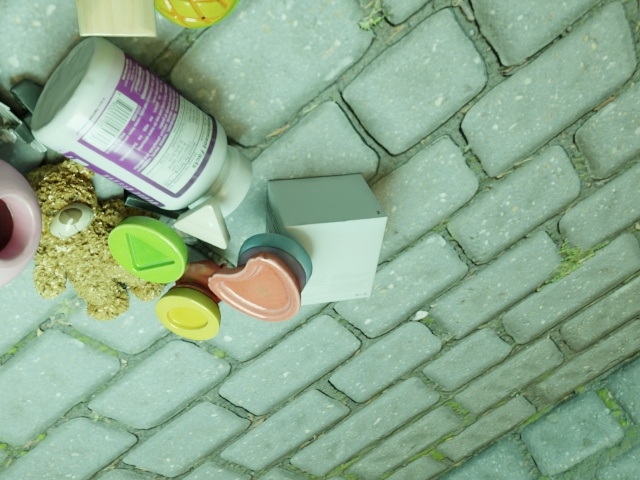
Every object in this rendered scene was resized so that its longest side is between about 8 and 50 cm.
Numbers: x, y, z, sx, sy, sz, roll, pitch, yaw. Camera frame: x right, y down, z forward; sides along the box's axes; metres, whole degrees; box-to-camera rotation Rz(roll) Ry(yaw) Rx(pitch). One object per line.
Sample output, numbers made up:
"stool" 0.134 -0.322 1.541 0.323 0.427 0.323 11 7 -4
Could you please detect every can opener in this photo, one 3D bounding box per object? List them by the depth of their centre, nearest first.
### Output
"can opener" -0.472 -0.233 0.782 0.093 0.074 0.280 -54 137 -19

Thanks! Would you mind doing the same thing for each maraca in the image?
"maraca" -0.157 -0.360 0.747 0.127 0.099 0.186 24 135 -34

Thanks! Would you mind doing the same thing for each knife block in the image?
"knife block" -0.237 -0.399 0.609 0.088 0.275 0.242 -6 160 -16

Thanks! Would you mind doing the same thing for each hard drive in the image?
"hard drive" -0.267 -0.075 0.963 0.135 0.094 0.022 19 119 -32

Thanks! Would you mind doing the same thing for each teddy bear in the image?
"teddy bear" -0.392 0.021 0.988 0.245 0.113 0.337 -10 132 -15

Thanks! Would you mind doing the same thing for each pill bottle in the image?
"pill bottle" -0.251 -0.149 0.854 0.169 0.169 0.302 -42 134 16

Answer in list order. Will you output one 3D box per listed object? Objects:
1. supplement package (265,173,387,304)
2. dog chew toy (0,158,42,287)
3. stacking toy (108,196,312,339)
"supplement package" 0.000 0.000 1.090 0.194 0.149 0.203 -6 130 -16
"dog chew toy" -0.570 -0.030 0.793 0.332 0.206 0.206 5 134 16
"stacking toy" -0.181 0.023 0.964 0.309 0.130 0.279 -14 126 28
